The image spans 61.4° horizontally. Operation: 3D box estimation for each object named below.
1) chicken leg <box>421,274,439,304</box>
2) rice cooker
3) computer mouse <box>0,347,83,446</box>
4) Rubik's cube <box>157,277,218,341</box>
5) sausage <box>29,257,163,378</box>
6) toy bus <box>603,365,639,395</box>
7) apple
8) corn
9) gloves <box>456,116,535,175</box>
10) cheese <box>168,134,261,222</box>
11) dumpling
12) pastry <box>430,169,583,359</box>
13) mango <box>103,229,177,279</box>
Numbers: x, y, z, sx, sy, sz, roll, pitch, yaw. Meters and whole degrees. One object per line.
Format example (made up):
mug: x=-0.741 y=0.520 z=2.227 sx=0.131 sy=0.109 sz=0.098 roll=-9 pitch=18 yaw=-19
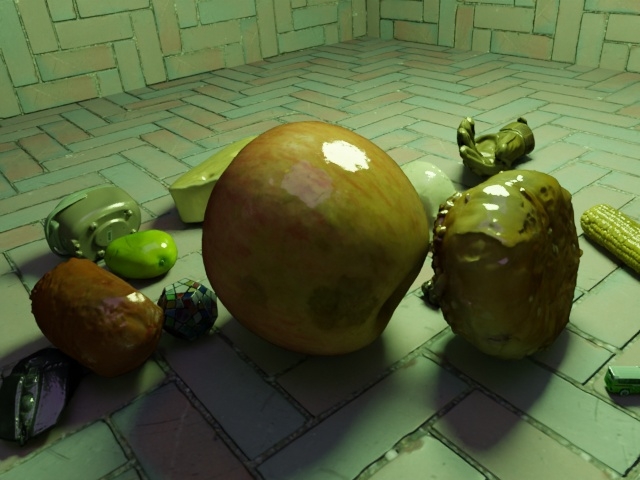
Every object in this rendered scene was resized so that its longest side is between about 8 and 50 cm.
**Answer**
chicken leg: x=0.271 y=0.046 z=1.028 sx=0.196 sy=0.080 sz=0.125 roll=-15 pitch=45 yaw=-17
rice cooker: x=-0.502 y=-0.038 z=1.205 sx=0.127 sy=0.145 sz=0.206 roll=27 pitch=44 yaw=27
computer mouse: x=-0.433 y=0.223 z=0.829 sx=0.106 sy=0.062 sz=0.192 roll=-9 pitch=29 yaw=-7
Rubik's cube: x=-0.234 y=0.122 z=0.945 sx=0.111 sy=0.093 sz=0.111 roll=-2 pitch=30 yaw=1
sausage: x=-0.367 y=0.125 z=0.891 sx=0.268 sy=0.153 sz=0.141 roll=20 pitch=72 yaw=38
toy bus: x=0.456 y=0.200 z=0.775 sx=0.083 sy=0.037 sz=0.031 roll=-1 pitch=31 yaw=5
apple: x=0.000 y=0.000 z=0.864 sx=0.364 sy=0.364 sz=0.364 roll=-3 pitch=30 yaw=2
corn: x=0.601 y=-0.004 z=1.066 sx=0.080 sy=0.080 sz=0.238 roll=-10 pitch=30 yaw=-10
gloves: x=0.453 y=-0.248 z=1.443 sx=0.331 sy=0.141 sz=0.154 roll=-19 pitch=58 yaw=-41
cheese: x=-0.150 y=-0.178 z=1.370 sx=0.384 sy=0.104 sz=0.384 roll=-15 pitch=24 yaw=7
dumpling: x=0.207 y=-0.081 z=1.205 sx=0.193 sy=0.147 sz=0.258 roll=-46 pitch=48 yaw=-7
pastry: x=0.282 y=0.034 z=0.859 sx=0.184 sy=0.284 sz=0.316 roll=-1 pitch=32 yaw=44
mango: x=-0.378 y=0.034 z=1.131 sx=0.163 sy=0.089 sz=0.117 roll=-10 pitch=37 yaw=14
